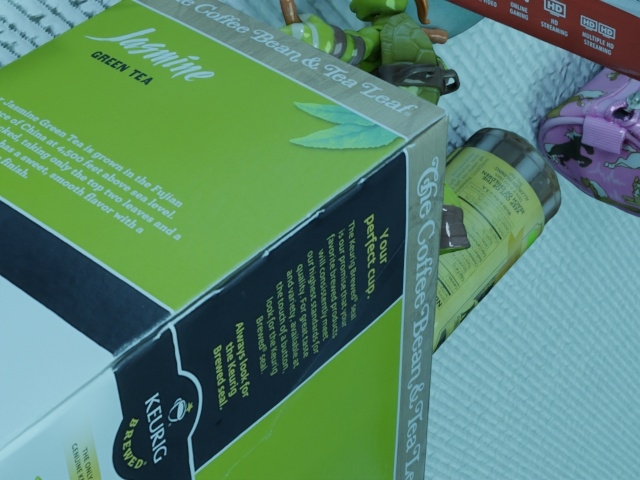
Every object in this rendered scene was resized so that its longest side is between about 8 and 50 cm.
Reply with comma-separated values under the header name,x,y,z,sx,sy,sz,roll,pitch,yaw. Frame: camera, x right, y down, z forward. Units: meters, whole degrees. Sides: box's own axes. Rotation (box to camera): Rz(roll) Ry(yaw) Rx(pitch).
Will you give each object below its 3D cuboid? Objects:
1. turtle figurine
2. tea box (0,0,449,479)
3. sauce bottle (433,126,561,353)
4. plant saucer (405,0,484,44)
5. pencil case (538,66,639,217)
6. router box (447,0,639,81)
name,x,y,z,sx,sy,sz,roll,pitch,yaw
turtle figurine,0.059,-0.097,1.042,0.269,0.087,0.217,7,75,-64
tea box,-0.111,0.087,0.823,0.323,0.220,0.329,-36,142,-35
sauce bottle,0.068,0.046,1.253,0.344,0.111,0.111,-44,147,-23
plant saucer,0.129,-0.241,1.168,0.195,0.037,0.195,-37,142,-36
pencil case,0.380,-0.204,1.470,0.160,0.167,0.386,47,72,-25
router box,0.058,-0.266,0.737,0.082,0.335,0.301,-44,145,-27
